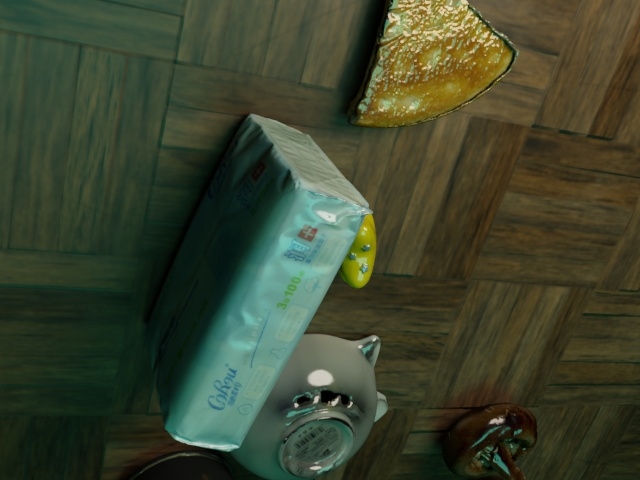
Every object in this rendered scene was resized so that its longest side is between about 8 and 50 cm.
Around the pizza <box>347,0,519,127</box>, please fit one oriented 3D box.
[{"bbox_3d":[0.089,-0.190,0.696,0.185,0.036,0.176,-32,123,0],"label":"pizza"}]

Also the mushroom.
[{"bbox_3d":[0.237,0.280,0.999,0.135,0.080,0.170,-27,126,9],"label":"mushroom"}]

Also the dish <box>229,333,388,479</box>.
[{"bbox_3d":[-0.016,0.205,0.849,0.236,0.086,0.227,-13,122,-15],"label":"dish"}]

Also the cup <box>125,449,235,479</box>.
[{"bbox_3d":[-0.126,0.345,0.832,0.223,0.176,0.169,12,111,-31],"label":"cup"}]

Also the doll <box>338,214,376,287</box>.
[{"bbox_3d":[0.000,-0.007,0.757,0.113,0.071,0.135,-17,119,10],"label":"doll"}]

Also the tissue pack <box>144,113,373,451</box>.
[{"bbox_3d":[-0.073,0.034,0.673,0.089,0.177,0.263,20,110,-30],"label":"tissue pack"}]
